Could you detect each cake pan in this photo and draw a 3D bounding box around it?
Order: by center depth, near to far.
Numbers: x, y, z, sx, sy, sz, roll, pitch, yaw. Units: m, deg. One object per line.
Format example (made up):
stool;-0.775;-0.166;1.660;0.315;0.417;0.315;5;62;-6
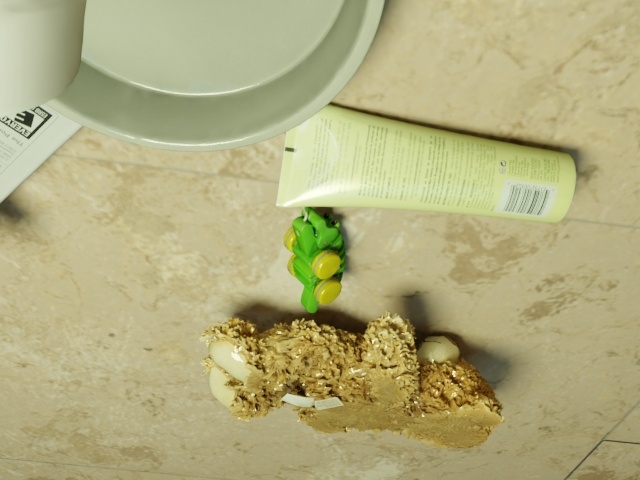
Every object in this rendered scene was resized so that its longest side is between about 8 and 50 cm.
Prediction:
cake pan;-0.102;-0.186;0.455;0.293;0.054;0.293;2;138;2

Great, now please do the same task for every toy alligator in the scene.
toy alligator;0.000;0.000;0.659;0.051;0.056;0.190;-32;143;-23

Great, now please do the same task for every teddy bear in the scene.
teddy bear;0.029;0.144;0.770;0.338;0.113;0.245;0;142;9

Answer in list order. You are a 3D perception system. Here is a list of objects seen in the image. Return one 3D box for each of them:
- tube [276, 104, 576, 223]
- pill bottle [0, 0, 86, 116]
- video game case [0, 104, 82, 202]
tube;0.087;-0.060;0.578;0.240;0.070;0.062;6;145;-5
pill bottle;-0.157;-0.237;0.233;0.204;0.204;0.361;11;121;-9
video game case;-0.402;-0.126;0.553;0.300;0.036;0.329;-31;129;31
